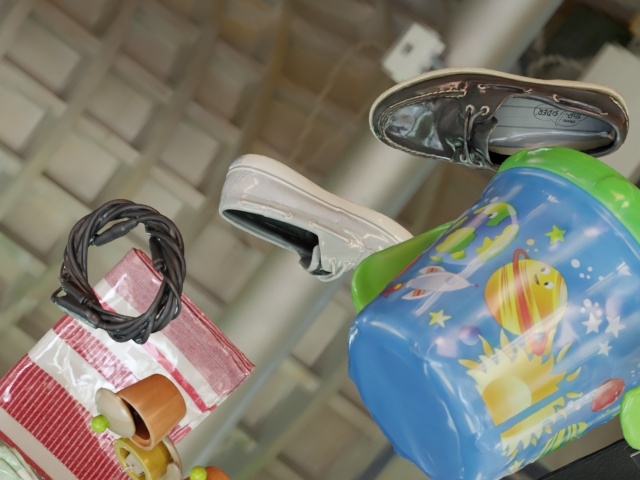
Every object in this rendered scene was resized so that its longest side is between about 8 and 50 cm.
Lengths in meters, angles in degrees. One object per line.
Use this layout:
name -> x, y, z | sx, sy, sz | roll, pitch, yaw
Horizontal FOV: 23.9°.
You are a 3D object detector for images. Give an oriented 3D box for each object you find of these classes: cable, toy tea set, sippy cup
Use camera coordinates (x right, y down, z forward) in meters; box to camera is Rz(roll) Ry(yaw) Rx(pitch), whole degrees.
cable -> -0.211, 0.034, 1.670 | 0.184, 0.150, 0.047 | 22, 168, 36
toy tea set -> -0.178, 0.309, 1.707 | 0.200, 0.124, 0.336 | -11, 110, 58
sippy cup -> 0.151, 0.076, 1.211 | 0.240, 0.224, 0.305 | 55, 155, 3

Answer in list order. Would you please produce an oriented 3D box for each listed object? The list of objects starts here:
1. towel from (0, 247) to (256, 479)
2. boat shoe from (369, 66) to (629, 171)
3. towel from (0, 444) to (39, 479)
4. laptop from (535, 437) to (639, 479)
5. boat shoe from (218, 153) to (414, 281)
towel -> -0.283, 0.202, 2.065 | 0.237, 0.329, 0.037 | 45, -171, -5
boat shoe -> 0.233, -0.144, 1.963 | 0.340, 0.127, 0.113 | 5, -153, 1
towel -> -0.397, 0.443, 1.907 | 0.325, 0.248, 0.038 | 56, 164, -26
laptop -> 0.358, 0.301, 1.376 | 0.264, 0.234, 0.136 | 50, -153, -20
boat shoe -> 0.000, -0.001, 1.511 | 0.228, 0.081, 0.079 | 28, 151, -10
